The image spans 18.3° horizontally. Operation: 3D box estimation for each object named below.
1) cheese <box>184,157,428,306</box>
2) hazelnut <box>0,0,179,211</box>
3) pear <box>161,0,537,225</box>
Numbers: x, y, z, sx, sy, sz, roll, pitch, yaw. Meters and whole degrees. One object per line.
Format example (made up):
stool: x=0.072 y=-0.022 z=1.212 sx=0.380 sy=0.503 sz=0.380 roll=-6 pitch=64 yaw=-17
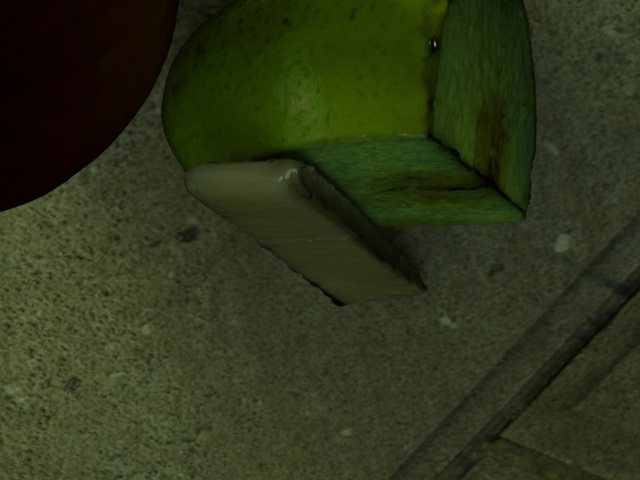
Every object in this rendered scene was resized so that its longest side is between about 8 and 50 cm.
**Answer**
cheese: x=0.001 y=-0.003 z=1.495 sx=0.085 sy=0.034 sz=0.400 roll=-7 pitch=166 yaw=15
hazelnut: x=-0.249 y=-0.218 z=1.247 sx=0.359 sy=0.359 sz=0.409 roll=2 pitch=130 yaw=-4
pear: x=0.015 y=-0.105 z=1.448 sx=0.292 sy=0.159 sz=0.292 roll=-2 pitch=167 yaw=0
